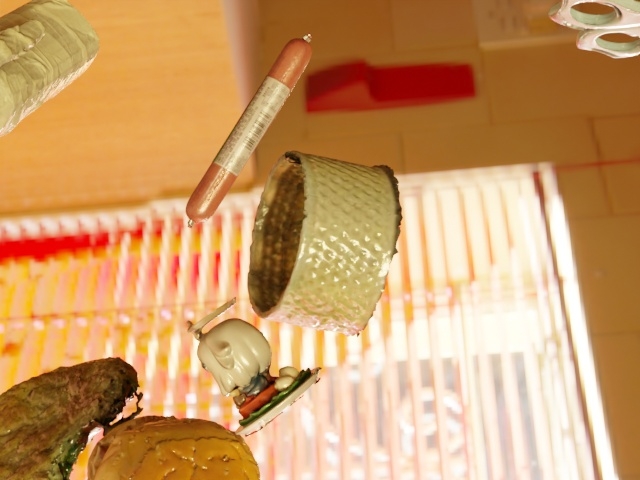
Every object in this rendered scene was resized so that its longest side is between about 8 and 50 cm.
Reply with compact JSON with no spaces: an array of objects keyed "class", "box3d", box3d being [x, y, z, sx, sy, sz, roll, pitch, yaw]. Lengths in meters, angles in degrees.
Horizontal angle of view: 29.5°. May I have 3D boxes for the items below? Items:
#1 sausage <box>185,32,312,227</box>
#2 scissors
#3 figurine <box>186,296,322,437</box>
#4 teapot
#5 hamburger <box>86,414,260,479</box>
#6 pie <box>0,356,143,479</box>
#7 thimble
[{"class":"sausage","box3d":[-0.069,-0.107,1.176,0.223,0.029,0.029,-58,-8,-4]},{"class":"scissors","box3d":[0.513,-0.320,1.749,0.191,0.360,0.029,33,-113,-48]},{"class":"figurine","box3d":[-0.089,0.139,1.453,0.153,0.132,0.132,52,-175,0]},{"class":"teapot","box3d":[-0.242,-0.139,0.954,0.077,0.107,0.200,47,-151,-9]},{"class":"hamburger","box3d":[-0.190,0.336,1.563,0.163,0.245,0.244,134,134,-70]},{"class":"pie","box3d":[-0.442,0.324,1.894,0.371,0.297,0.078,-56,-48,-26]},{"class":"thimble","box3d":[0.000,0.000,1.824,0.271,0.150,0.270,-169,90,-70]}]
